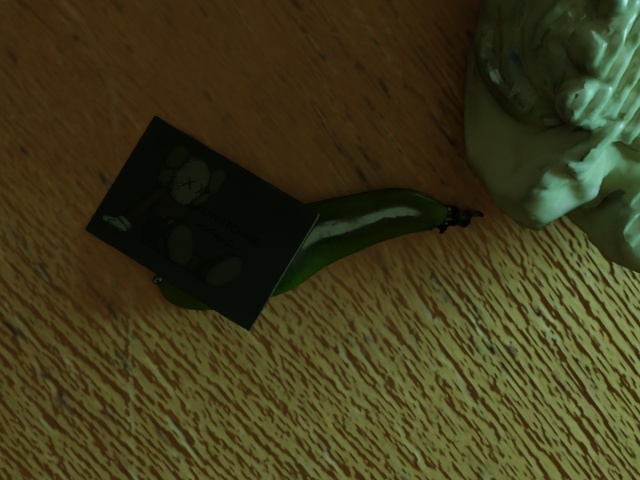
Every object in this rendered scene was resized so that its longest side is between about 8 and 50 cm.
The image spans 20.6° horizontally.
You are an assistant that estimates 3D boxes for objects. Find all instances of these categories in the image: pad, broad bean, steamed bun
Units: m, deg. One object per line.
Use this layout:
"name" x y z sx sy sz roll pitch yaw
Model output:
"pad" -0.110 -0.017 1.629 0.190 0.004 0.127 31 90 14
"broad bean" 0.001 0.000 1.655 0.325 0.067 0.075 -15 118 -4
"steamed bun" 0.280 -0.159 1.604 0.352 0.247 0.339 9 112 -27
